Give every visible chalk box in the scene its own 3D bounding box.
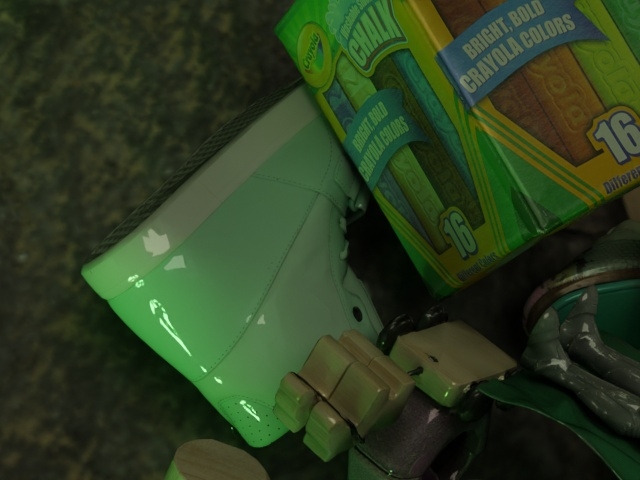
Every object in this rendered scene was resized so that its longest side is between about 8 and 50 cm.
[{"bbox_3d":[0.075,-0.102,0.881,0.132,0.132,0.213,-29,86,-24],"label":"chalk box"}]

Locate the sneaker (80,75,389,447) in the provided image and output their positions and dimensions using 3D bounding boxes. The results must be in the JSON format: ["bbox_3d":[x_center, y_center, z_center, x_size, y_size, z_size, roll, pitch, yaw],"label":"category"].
[{"bbox_3d":[-0.001,0.000,0.951,0.151,0.094,0.256,52,50,-10],"label":"sneaker"}]

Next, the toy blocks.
[{"bbox_3d":[0.042,0.235,0.789,0.309,0.260,0.289,39,29,28],"label":"toy blocks"}]

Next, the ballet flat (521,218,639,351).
[{"bbox_3d":[0.203,0.024,1.000,0.222,0.077,0.079,1,47,-20],"label":"ballet flat"}]

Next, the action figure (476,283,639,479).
[{"bbox_3d":[0.195,0.105,0.802,0.232,0.063,0.137,35,28,19],"label":"action figure"}]
